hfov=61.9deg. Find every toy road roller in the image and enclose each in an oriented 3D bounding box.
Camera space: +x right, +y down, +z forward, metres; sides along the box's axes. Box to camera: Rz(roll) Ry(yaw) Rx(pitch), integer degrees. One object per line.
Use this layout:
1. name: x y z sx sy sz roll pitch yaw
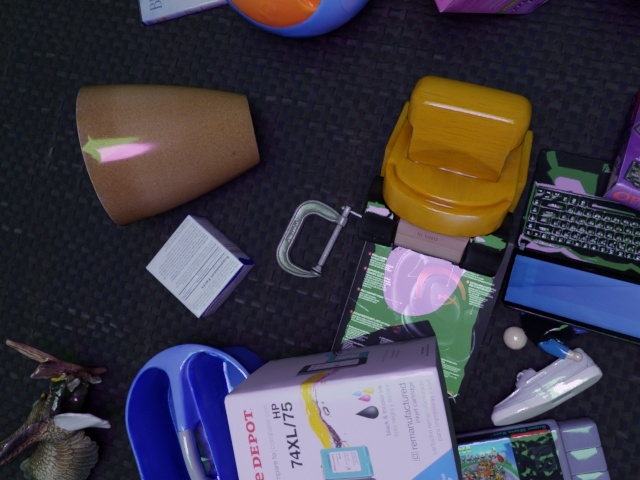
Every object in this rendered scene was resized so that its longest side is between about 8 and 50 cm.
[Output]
1. toy road roller: 0.194 -0.130 0.737 0.202 0.240 0.329 17 48 10

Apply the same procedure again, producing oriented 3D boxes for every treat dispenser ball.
1. treat dispenser ball: -0.036 -0.466 0.824 0.288 0.288 0.288 0 89 11

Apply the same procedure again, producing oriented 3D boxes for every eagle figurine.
1. eagle figurine: -0.508 0.352 0.957 0.226 0.225 0.298 29 84 0

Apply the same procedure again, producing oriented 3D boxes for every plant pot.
1. plant pot: -0.237 -0.164 0.908 0.254 0.237 0.237 -12 87 -5

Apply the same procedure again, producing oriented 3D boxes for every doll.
1. doll: 0.385 0.130 0.849 0.189 0.046 0.129 -22 65 12

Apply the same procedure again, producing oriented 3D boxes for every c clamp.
1. c clamp: 0.000 0.000 0.942 0.137 0.022 0.160 33 94 10

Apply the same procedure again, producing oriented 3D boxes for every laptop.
1. laptop: 0.416 -0.001 0.788 0.234 0.136 0.264 16 92 19

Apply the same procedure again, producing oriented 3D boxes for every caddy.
1. caddy: -0.182 0.335 0.892 0.241 0.179 0.341 -20 85 11

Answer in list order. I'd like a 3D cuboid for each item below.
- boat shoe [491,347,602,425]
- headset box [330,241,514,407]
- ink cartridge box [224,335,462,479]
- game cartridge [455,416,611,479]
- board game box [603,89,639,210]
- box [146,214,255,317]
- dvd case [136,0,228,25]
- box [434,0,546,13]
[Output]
1. boat shoe: 0.349 0.232 0.853 0.184 0.066 0.063 -35 50 13
2. headset box: 0.164 0.083 0.863 0.218 0.110 0.293 17 92 11
3. ink cartridge box: 0.042 0.263 0.730 0.270 0.197 0.198 -11 89 12
4. game cartridge: 0.283 0.423 0.862 0.355 0.068 0.230 -14 90 10
5. board game box: 0.614 -0.088 0.772 0.347 0.056 0.208 23 72 10
6. box: -0.213 0.045 0.957 0.137 0.072 0.126 41 96 10
7. dvd case: -0.233 -0.520 0.998 0.253 0.022 0.180 -10 87 11
8. box: 0.249 -0.463 0.788 0.117 0.243 0.213 -29 82 53
